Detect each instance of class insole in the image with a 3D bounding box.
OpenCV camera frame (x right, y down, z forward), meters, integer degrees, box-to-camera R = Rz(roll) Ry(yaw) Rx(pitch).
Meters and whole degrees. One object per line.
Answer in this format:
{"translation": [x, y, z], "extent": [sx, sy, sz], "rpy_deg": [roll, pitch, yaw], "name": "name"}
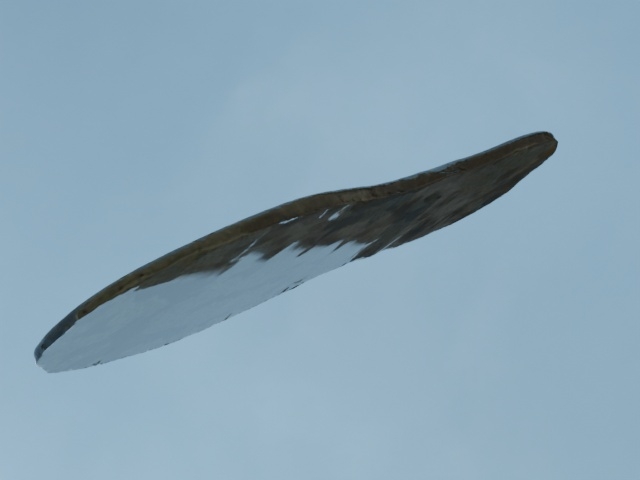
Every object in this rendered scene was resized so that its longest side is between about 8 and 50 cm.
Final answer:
{"translation": [0.000, 0.000, 0.483], "extent": [0.193, 0.065, 0.006], "rpy_deg": [-20, -106, -49], "name": "insole"}
